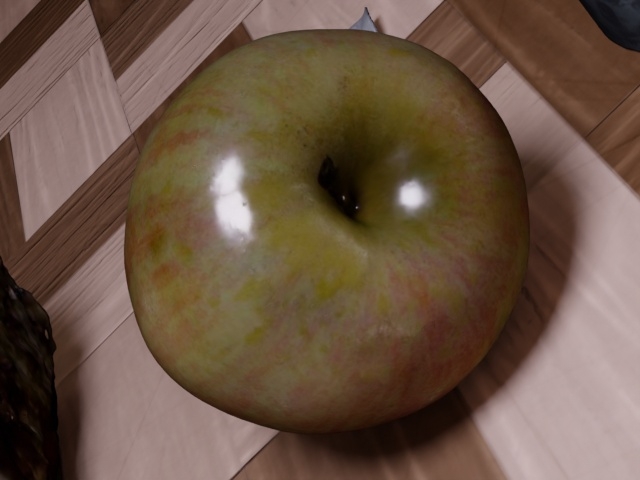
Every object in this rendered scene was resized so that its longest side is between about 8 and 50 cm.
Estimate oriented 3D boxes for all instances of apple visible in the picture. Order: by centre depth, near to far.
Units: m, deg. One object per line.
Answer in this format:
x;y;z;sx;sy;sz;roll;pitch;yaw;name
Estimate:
0.000;0.000;1.088;0.256;0.257;0.234;-61;0;-23;apple

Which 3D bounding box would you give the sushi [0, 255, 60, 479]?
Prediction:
-0.354;0.157;1.369;0.281;0.299;0.294;-17;34;2;sushi

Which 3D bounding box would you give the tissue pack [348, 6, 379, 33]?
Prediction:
-0.018;-0.113;1.499;0.193;0.026;0.122;-40;28;17;tissue pack

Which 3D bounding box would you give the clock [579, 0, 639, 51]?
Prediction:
0.285;-0.252;1.188;0.281;0.055;0.280;-36;28;23;clock
